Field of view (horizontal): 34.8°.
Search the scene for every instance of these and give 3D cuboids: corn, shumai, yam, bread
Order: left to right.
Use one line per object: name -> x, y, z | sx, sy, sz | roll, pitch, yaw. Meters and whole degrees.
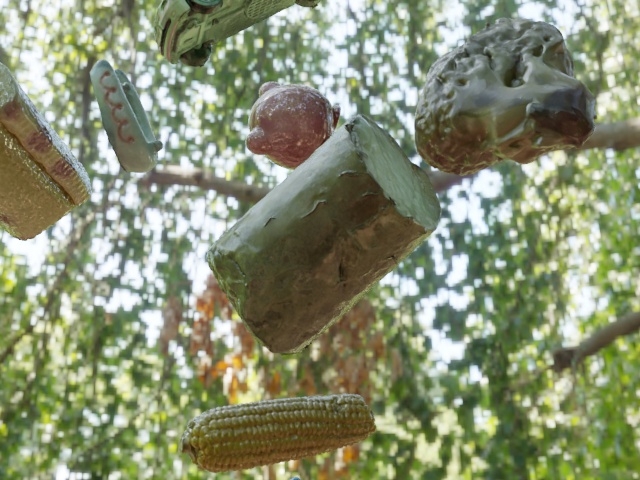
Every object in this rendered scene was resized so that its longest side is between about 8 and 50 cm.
bread -> -0.525, -0.143, 1.704 | 0.187, 0.155, 0.338 | -37, -26, -6
corn -> -0.074, 0.343, 1.832 | 0.363, 0.120, 0.120 | -3, -26, -20
yam -> 0.000, 0.000, 1.321 | 0.300, 0.195, 0.195 | -43, -44, 17
shumai -> 0.323, -0.248, 1.730 | 0.346, 0.217, 0.283 | -37, 12, -8

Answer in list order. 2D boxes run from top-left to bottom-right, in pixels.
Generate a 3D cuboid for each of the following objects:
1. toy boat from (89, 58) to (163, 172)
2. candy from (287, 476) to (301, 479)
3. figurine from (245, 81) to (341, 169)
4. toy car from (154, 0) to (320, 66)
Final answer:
toy boat -> -0.336, -0.220, 1.803 | 0.079, 0.207, 0.134 | -20, -9, 5
candy -> -0.110, 0.297, 0.828 | 0.157, 0.100, 0.306 | -28, -6, -34
figurine -> -0.054, -0.218, 1.946 | 0.173, 0.173, 0.173 | 0, -28, 0
toy car -> -0.063, -0.240, 0.923 | 0.224, 0.076, 0.090 | -33, -12, -26
